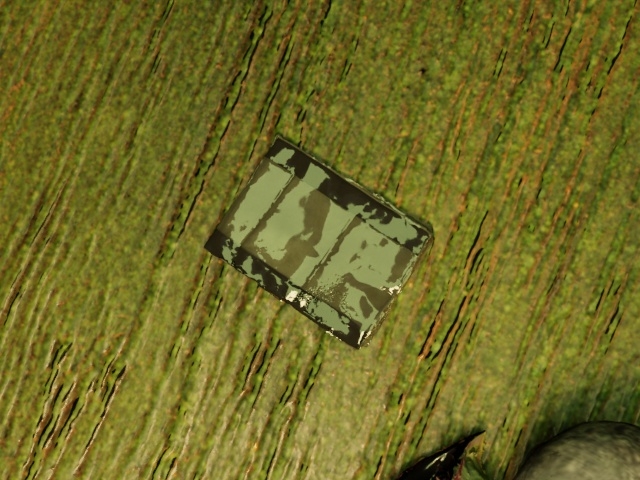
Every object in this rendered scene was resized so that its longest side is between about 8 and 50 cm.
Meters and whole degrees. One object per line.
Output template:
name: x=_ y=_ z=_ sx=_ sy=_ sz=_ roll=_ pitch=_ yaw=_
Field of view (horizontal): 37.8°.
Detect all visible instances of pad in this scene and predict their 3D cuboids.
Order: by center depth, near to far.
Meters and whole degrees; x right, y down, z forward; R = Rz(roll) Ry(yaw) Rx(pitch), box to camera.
pad: x=0.000 y=0.000 z=1.119 sx=0.233 sy=0.022 sz=0.174 roll=33 pitch=87 yaw=8

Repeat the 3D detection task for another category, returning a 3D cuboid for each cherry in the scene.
cherry: x=0.321 y=0.329 z=0.965 sx=0.255 sy=0.218 sz=0.296 roll=-41 pitch=72 yaw=-2

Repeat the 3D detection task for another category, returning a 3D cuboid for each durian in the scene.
durian: x=0.134 y=0.306 z=1.020 sx=0.119 sy=0.186 sz=0.108 roll=-30 pitch=94 yaw=28
